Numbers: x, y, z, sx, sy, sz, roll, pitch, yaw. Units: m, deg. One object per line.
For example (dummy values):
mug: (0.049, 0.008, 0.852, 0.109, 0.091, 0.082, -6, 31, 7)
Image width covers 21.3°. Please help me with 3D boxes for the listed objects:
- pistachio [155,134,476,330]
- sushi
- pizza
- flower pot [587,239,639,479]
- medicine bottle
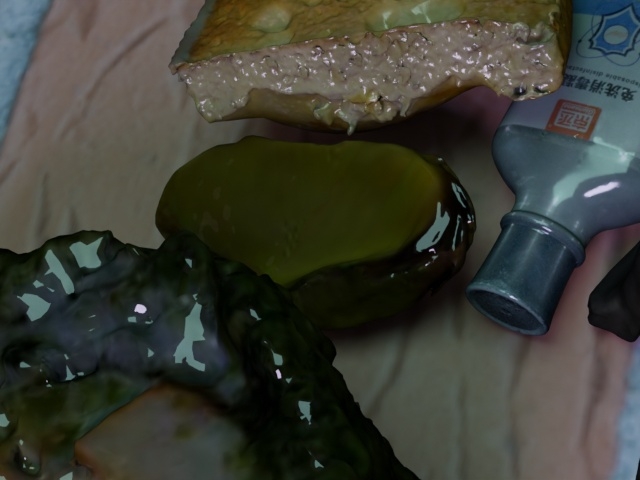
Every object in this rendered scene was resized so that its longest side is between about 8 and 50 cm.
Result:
pistachio: (0.000, 0.000, 0.812, 0.173, 0.049, 0.089, 6, 71, 33)
sushi: (-0.123, 0.151, 0.692, 0.352, 0.178, 0.294, -22, 54, 10)
pizza: (0.039, -0.115, 0.854, 0.188, 0.080, 0.204, -8, 36, 18)
flower pot: (0.236, 0.063, 0.581, 0.379, 0.251, 0.379, -8, 57, 13)
medicine bottle: (0.131, -0.054, 0.796, 0.090, 0.054, 0.208, 19, 69, 30)
